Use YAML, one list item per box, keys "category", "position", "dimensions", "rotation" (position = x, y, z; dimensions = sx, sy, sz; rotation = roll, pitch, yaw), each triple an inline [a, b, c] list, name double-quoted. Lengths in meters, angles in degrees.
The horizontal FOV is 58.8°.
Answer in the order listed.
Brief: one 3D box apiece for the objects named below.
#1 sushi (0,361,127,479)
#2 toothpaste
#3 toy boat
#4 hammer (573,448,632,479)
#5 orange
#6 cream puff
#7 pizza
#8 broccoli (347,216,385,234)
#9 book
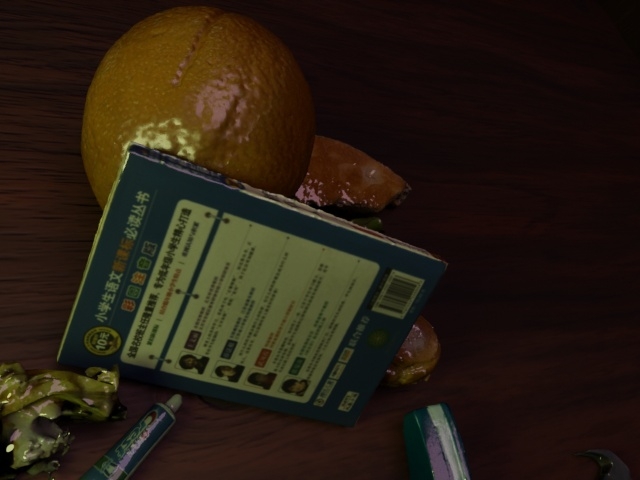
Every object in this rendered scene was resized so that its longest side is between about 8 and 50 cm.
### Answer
- category: "sushi"
  position: [-0.347, 0.200, 0.591]
  dimensions: [0.291, 0.139, 0.131]
  rotation: [-4, 70, -35]
- category: "toothpaste"
  position: [-0.234, 0.262, 0.684]
  dimensions: [0.057, 0.035, 0.197]
  rotation: [31, 48, 12]
- category: "toy boat"
  position: [0.181, 0.389, 0.812]
  dimensions: [0.062, 0.096, 0.299]
  rotation: [0, 62, -19]
- category: "hammer"
  position: [0.460, 0.472, 0.959]
  dimensions: [0.137, 0.037, 0.290]
  rotation: [50, 48, 6]
- category: "orange"
  position: [-0.169, -0.152, 0.814]
  dimensions: [0.322, 0.322, 0.357]
  rotation: [24, 51, -15]
- category: "cream puff"
  position: [0.115, 0.172, 0.908]
  dimensions: [0.144, 0.103, 0.126]
  rotation: [17, 48, -21]
- category: "pizza"
  position: [0.015, -0.120, 1.062]
  dimensions: [0.365, 0.074, 0.182]
  rotation: [10, 54, -26]
- category: "broccoli"
  position: [0.000, 0.001, 0.899]
  dimensions: [0.204, 0.122, 0.118]
  rotation: [-15, 27, 5]
- category: "book"
  position: [-0.082, 0.086, 0.734]
  dimensions: [0.428, 0.300, 0.039]
  rotation: [20, 20, -20]
